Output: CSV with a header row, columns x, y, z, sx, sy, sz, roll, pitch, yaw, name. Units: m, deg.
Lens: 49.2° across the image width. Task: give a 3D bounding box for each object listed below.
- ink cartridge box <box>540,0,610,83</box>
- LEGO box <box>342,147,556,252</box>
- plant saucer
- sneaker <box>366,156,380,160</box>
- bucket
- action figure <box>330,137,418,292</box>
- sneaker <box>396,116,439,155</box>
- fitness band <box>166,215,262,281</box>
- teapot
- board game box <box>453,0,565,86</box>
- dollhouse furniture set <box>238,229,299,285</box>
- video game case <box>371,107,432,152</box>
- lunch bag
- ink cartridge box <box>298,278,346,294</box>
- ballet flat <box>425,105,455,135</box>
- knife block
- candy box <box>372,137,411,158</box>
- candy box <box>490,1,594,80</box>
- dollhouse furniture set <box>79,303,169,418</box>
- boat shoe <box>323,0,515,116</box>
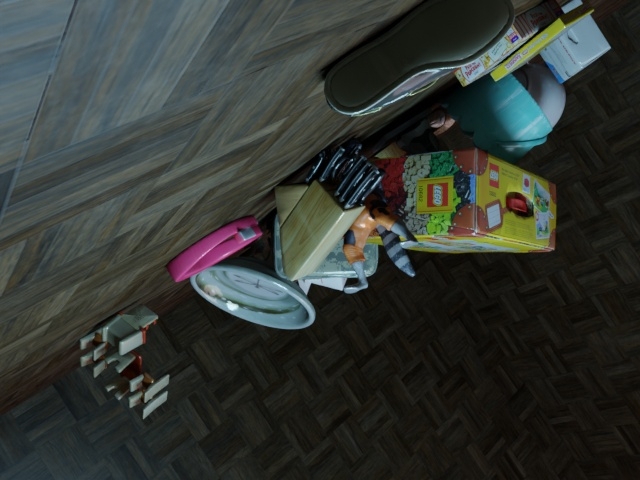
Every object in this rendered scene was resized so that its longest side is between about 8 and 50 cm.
x,y,z,sx,sy,sz,roll,pitch,yaw,name
0.602,-0.481,1.695,0.086,0.148,0.203,-33,180,4,ink cartridge box
0.335,-0.081,1.784,0.373,0.193,0.500,-2,174,37,LEGO box
-0.196,0.142,2.131,0.400,0.401,0.100,-35,-147,59,plant saucer
0.126,-0.223,2.189,0.175,0.064,0.067,-29,-155,44,sneaker
0.467,-0.325,1.854,0.183,0.281,0.281,-38,178,14,bucket
0.078,-0.042,1.578,0.179,0.330,0.341,5,141,-28,action figure
0.280,-0.267,1.960,0.100,0.108,0.271,-35,180,8,sneaker
-0.248,0.019,1.644,0.209,0.054,0.291,-31,179,13,fitness band
0.574,-0.421,2.033,0.187,0.256,0.253,22,155,-38,teapot
0.381,-0.401,1.423,0.147,0.045,0.193,-33,179,-30,board game box
-0.115,0.031,2.271,0.161,0.212,0.242,-32,-153,40,dollhouse furniture set
0.225,-0.306,1.949,0.157,0.019,0.143,-33,179,-12,video game case
0.000,0.000,1.996,0.305,0.212,0.256,-3,-179,-4,lunch bag
0.043,0.014,2.257,0.207,0.119,0.353,78,30,-52,ink cartridge box
0.334,-0.349,2.129,0.067,0.073,0.206,-11,159,-48,ballet flat
0.030,-0.055,1.428,0.242,0.275,0.088,1,-169,35,knife block
0.199,-0.241,2.345,0.316,0.087,0.183,-34,179,43,candy box
0.437,-0.394,1.392,0.105,0.027,0.206,-36,180,-31,candy box
-0.526,0.315,1.935,0.135,0.262,0.259,-36,150,-44,dollhouse furniture set
0.107,-0.212,0.792,0.228,0.081,0.068,-26,-178,2,boat shoe
